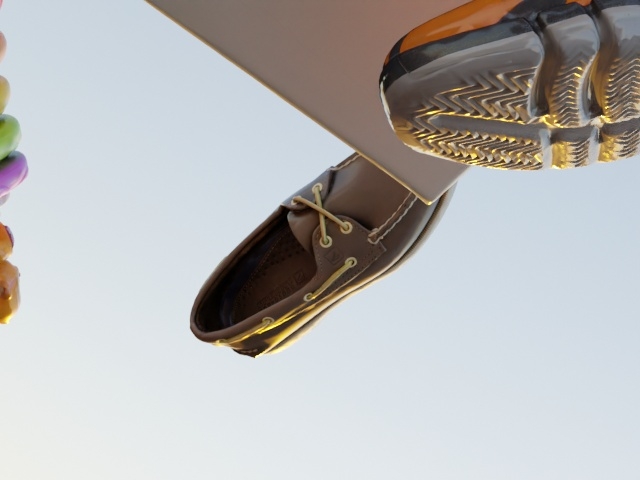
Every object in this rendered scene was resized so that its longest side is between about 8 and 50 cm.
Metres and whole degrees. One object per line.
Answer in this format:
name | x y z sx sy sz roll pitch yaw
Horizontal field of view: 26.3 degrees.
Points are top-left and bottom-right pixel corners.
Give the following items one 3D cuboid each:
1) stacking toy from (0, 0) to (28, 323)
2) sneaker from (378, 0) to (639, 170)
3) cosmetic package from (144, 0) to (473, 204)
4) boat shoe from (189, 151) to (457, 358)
stacking toy | -0.287 -0.072 1.043 0.175 0.166 0.301 12 -55 55
sneaker | 0.170 -0.152 0.686 0.124 0.321 0.180 89 -14 -66
cosmetic package | -0.003 -0.215 0.778 0.385 0.217 0.156 34 25 -35
boat shoe | 0.000 0.000 1.330 0.097 0.324 0.116 7 48 -53
